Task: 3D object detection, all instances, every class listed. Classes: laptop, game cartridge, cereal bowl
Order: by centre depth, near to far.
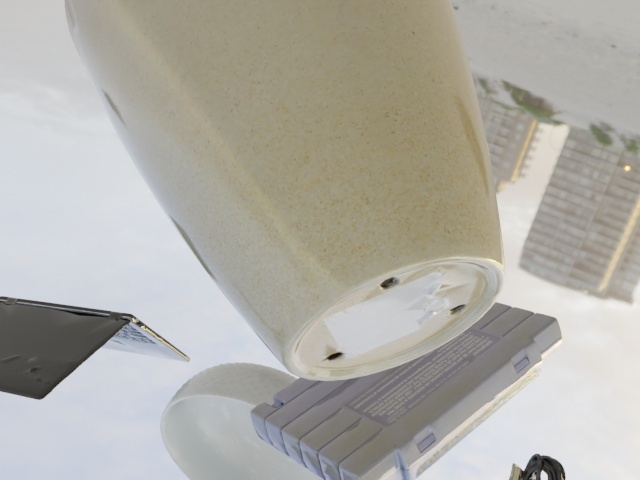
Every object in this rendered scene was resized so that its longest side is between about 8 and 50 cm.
[{"bbox_3d":[0.115,0.180,0.922,0.355,0.068,0.230,-29,-152,-30],"label":"game cartridge"},{"bbox_3d":[-0.087,0.325,1.206,0.339,0.339,0.141,21,-137,13],"label":"cereal bowl"},{"bbox_3d":[-0.571,0.265,1.570,0.382,0.236,0.408,5,153,25],"label":"laptop"}]

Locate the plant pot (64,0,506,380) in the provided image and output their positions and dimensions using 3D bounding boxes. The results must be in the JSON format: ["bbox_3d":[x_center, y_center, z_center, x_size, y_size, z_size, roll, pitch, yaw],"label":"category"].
[{"bbox_3d":[-0.006,-0.063,0.450,0.256,0.256,0.274,2,-127,-34],"label":"plant pot"}]

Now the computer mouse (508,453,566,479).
[{"bbox_3d":[0.176,0.196,0.422,0.042,0.106,0.193,24,168,-26],"label":"computer mouse"}]
